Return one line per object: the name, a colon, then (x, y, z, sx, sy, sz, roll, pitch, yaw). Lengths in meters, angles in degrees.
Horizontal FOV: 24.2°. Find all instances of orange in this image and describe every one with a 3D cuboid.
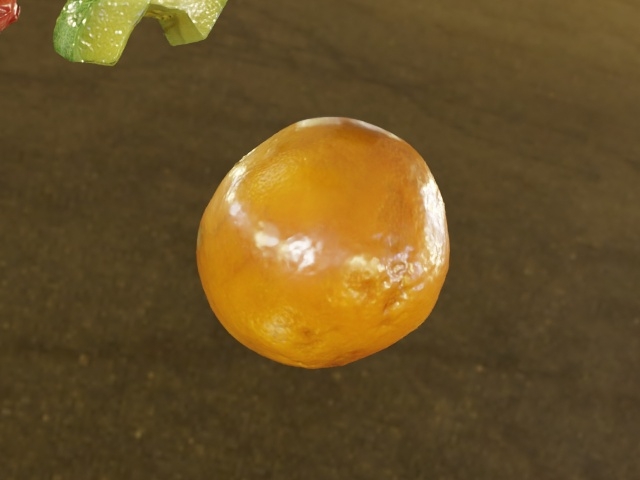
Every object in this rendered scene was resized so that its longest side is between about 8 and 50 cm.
orange: (0.000, 0.000, 1.506, 0.261, 0.261, 0.261, 12, 20, -5)

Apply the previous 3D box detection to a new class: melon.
melon: (-0.189, -0.248, 1.588, 0.209, 0.118, 0.064, -7, 18, -44)

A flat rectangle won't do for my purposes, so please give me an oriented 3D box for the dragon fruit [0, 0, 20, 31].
dragon fruit: (-0.496, -0.372, 2.159, 0.153, 0.153, 0.111, 3, -14, -26)
